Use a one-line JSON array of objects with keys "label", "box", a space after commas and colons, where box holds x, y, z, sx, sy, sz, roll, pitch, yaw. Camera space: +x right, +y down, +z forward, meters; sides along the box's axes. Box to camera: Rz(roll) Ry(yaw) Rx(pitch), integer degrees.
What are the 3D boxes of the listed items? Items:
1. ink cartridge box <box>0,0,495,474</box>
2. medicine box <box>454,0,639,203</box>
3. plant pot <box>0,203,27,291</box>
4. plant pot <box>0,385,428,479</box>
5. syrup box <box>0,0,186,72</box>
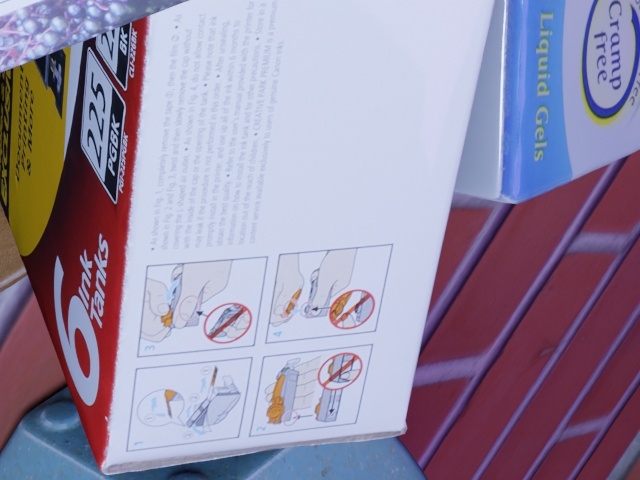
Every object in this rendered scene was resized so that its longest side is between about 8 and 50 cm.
[{"label": "ink cartridge box", "box": [-0.048, -0.118, 0.689, 0.130, 0.272, 0.309, -5, 125, -21]}, {"label": "medicine box", "box": [0.110, -0.184, 0.872, 0.289, 0.149, 0.264, -23, 119, -49]}, {"label": "plant pot", "box": [-0.149, -0.051, 0.836, 0.236, 0.032, 0.236, -42, 156, -24]}, {"label": "plant pot", "box": [-0.071, 0.195, 1.099, 0.248, 0.247, 0.252, -34, 133, -37]}, {"label": "syrup box", "box": [-0.100, -0.102, 0.451, 0.236, 0.093, 0.096, -21, 128, 2]}]
